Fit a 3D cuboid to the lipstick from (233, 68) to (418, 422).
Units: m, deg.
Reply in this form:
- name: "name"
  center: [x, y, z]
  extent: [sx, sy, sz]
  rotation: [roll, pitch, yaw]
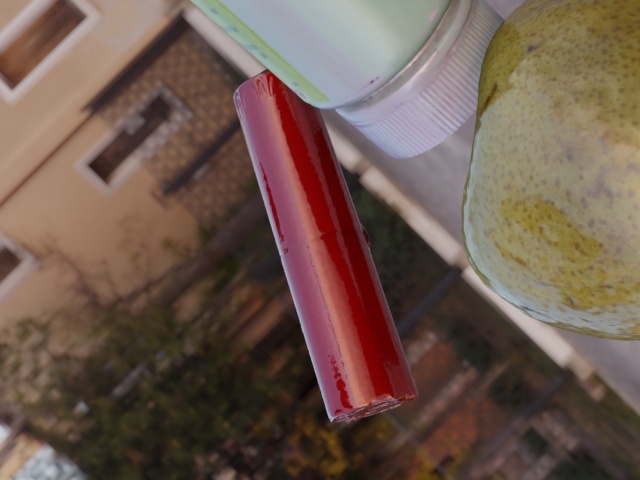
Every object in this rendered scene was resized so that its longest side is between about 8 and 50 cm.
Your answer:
- name: "lipstick"
  center: [0.000, 0.000, 1.210]
  extent: [0.073, 0.073, 0.279]
  rotation: [52, -160, -75]

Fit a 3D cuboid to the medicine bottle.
- name: "medicine bottle"
  center: [0.007, -0.167, 1.015]
  extent: [0.225, 0.139, 0.139]
  rotation: [39, -179, -23]

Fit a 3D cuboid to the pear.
- name: "pear"
  center: [0.196, -0.052, 0.932]
  extent: [0.211, 0.228, 0.188]
  rotation: [2, 161, 21]
